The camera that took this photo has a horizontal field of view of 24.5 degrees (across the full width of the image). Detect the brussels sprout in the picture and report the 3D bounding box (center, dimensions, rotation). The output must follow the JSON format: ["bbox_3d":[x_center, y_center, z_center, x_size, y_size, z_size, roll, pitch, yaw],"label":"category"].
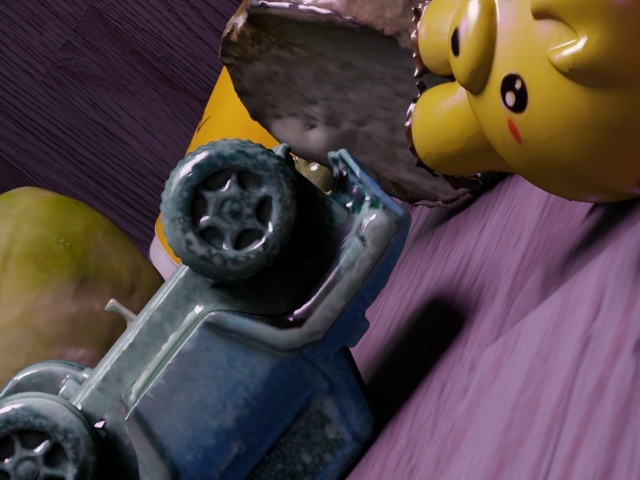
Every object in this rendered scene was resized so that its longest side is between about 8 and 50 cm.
[{"bbox_3d":[-0.234,0.116,1.143,0.328,0.247,0.328,-42,-40,-48],"label":"brussels sprout"}]

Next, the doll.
[{"bbox_3d":[0.111,-0.064,0.541,0.221,0.135,0.143,170,107,-72],"label":"doll"}]

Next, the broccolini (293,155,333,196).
[{"bbox_3d":[-0.005,-0.002,1.090,0.074,0.078,0.392,-110,45,-77],"label":"broccolini"}]

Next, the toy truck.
[{"bbox_3d":[-0.064,0.074,0.743,0.279,0.156,0.155,-51,6,-2],"label":"toy truck"}]

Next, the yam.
[{"bbox_3d":[0.093,-0.179,0.917,0.300,0.195,0.195,-54,7,-20],"label":"yam"}]

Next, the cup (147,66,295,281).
[{"bbox_3d":[-0.039,-0.069,1.336,0.280,0.196,0.196,-58,3,23],"label":"cup"}]
